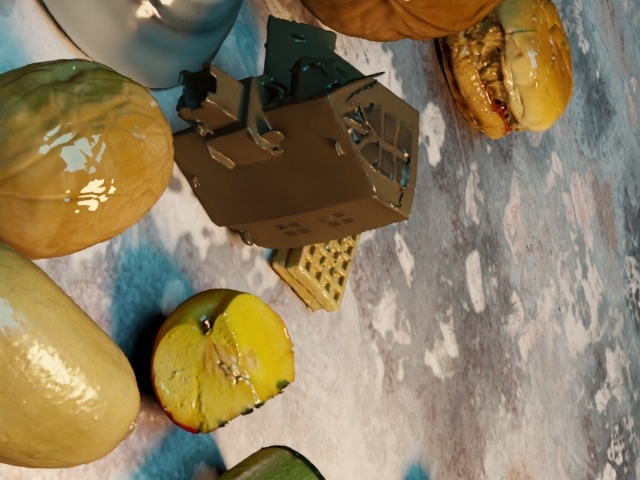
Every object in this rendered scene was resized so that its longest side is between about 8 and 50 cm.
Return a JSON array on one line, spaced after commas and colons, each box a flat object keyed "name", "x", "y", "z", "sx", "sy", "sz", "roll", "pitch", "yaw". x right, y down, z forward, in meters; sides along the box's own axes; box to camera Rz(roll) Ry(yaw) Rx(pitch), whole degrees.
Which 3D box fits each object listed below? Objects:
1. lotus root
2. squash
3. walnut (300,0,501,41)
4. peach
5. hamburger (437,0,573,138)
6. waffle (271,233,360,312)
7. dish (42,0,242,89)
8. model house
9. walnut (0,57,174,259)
[{"name": "lotus root", "x": -0.243, "y": 0.090, "z": 0.788, "sx": 0.303, "sy": 0.146, "sz": 0.131, "roll": 51, "pitch": 11, "yaw": -41}, {"name": "squash", "x": -0.064, "y": 0.292, "z": 0.991, "sx": 0.123, "sy": 0.170, "sz": 0.170, "roll": -16, "pitch": 96, "yaw": -38}, {"name": "walnut", "x": 0.119, "y": -0.408, "z": 1.212, "sx": 0.308, "sy": 0.354, "sz": 0.398, "roll": 37, "pitch": 53, "yaw": -26}, {"name": "peach", "x": -0.095, "y": 0.111, "z": 1.012, "sx": 0.151, "sy": 0.118, "sz": 0.151, "roll": -2, "pitch": 96, "yaw": -17}, {"name": "hamburger", "x": 0.294, "y": -0.278, "z": 1.593, "sx": 0.244, "sy": 0.163, "sz": 0.244, "roll": 19, "pitch": 65, "yaw": -50}, {"name": "waffle", "x": 0.000, "y": 0.000, "z": 1.229, "sx": 0.102, "sy": 0.042, "sz": 0.148, "roll": 48, "pitch": 47, "yaw": -38}, {"name": "dish", "x": -0.154, "y": -0.313, "z": 1.031, "sx": 0.316, "sy": 0.106, "sz": 0.316, "roll": 16, "pitch": 70, "yaw": -51}, {"name": "model house", "x": -0.045, "y": -0.127, "z": 1.053, "sx": 0.243, "sy": 0.211, "sz": 0.204, "roll": 27, "pitch": 60, "yaw": -49}, {"name": "walnut", "x": -0.214, "y": -0.066, "z": 0.843, "sx": 0.197, "sy": 0.165, "sz": 0.165, "roll": -41, "pitch": 115, "yaw": -53}]
